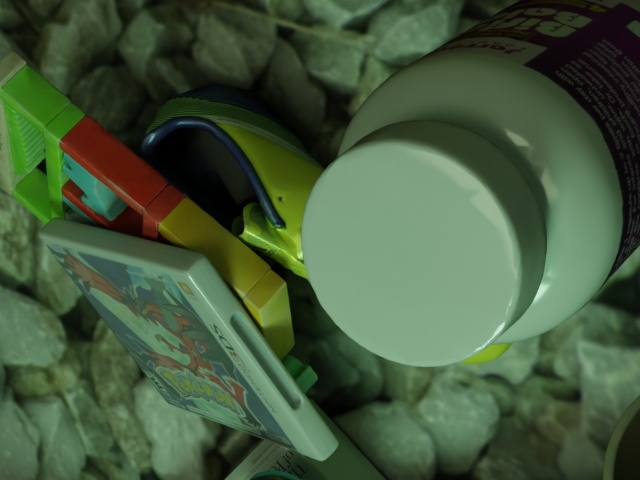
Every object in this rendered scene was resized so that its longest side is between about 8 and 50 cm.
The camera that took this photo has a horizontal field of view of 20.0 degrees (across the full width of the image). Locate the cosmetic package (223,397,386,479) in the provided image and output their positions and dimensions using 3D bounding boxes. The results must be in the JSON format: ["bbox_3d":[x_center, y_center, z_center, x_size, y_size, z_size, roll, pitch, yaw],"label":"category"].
[{"bbox_3d":[-0.055,0.232,1.383,0.099,0.060,0.239,45,123,5],"label":"cosmetic package"}]

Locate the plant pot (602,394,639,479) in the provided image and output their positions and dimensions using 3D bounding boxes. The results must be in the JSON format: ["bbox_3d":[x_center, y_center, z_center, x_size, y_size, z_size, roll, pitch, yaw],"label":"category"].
[{"bbox_3d":[0.281,0.256,1.127,0.256,0.256,0.274,22,133,19],"label":"plant pot"}]

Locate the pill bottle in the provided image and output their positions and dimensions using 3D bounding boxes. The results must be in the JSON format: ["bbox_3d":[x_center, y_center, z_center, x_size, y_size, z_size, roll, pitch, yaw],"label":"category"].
[{"bbox_3d":[0.110,-0.040,1.049,0.169,0.301,0.169,10,113,24],"label":"pill bottle"}]

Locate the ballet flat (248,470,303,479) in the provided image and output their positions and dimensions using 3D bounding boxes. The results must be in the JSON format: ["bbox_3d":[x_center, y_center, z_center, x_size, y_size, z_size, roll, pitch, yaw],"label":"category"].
[{"bbox_3d":[0.004,0.290,1.299,0.095,0.096,0.280,-7,128,24],"label":"ballet flat"}]

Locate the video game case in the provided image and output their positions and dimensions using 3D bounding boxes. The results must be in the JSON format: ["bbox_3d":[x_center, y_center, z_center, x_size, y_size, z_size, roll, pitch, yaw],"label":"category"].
[{"bbox_3d":[-0.095,0.067,1.275,0.201,0.023,0.183,13,143,53],"label":"video game case"}]

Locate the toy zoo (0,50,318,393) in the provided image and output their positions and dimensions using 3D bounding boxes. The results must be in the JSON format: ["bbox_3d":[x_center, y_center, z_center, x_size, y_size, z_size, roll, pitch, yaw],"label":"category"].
[{"bbox_3d":[-0.116,0.007,1.282,0.293,0.030,0.192,39,160,10],"label":"toy zoo"}]

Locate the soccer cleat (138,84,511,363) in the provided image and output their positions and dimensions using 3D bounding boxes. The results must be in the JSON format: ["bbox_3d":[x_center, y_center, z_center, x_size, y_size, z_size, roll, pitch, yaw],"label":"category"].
[{"bbox_3d":[-0.001,0.001,1.230,0.289,0.121,0.093,37,121,11],"label":"soccer cleat"}]
